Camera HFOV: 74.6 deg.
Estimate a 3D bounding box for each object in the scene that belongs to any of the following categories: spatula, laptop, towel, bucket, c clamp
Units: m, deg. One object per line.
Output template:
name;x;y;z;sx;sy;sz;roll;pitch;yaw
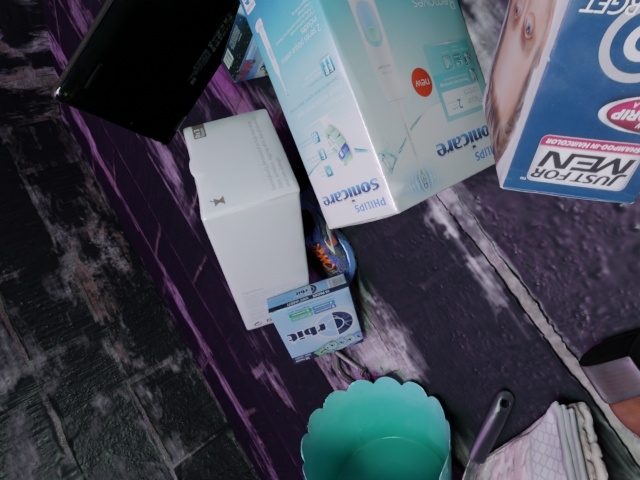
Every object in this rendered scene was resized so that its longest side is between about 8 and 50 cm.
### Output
spatula;0.236;0.371;0.660;0.084;0.297;0.030;22;180;6
laptop;-0.233;-0.368;0.605;0.236;0.382;0.408;35;-175;1
towel;0.276;0.423;0.548;0.053;0.332;0.317;15;133;3
bucket;0.115;0.420;0.790;0.281;0.281;0.183;19;135;47
c clamp;0.065;0.299;0.997;0.160;0.022;0.137;31;134;41

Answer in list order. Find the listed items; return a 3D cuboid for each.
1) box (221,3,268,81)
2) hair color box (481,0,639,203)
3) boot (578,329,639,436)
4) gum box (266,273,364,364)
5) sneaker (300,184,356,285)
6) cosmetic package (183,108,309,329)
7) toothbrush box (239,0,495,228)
box;-0.034;-0.329;0.591;0.044;0.159;0.233;59;147;5
hair color box;0.209;-0.216;0.277;0.105;0.174;0.348;8;132;9
boot;0.426;0.198;0.369;0.281;0.096;0.264;54;142;11
gum box;-0.005;0.163;0.844;0.041;0.156;0.185;-110;1;-49
sneaker;0.000;0.000;0.829;0.083;0.087;0.222;-9;104;56
cosmetic package;-0.123;-0.019;0.797;0.385;0.156;0.217;90;161;-55
toothbrush box;0.068;-0.190;0.491;0.126;0.216;0.296;-10;102;56
